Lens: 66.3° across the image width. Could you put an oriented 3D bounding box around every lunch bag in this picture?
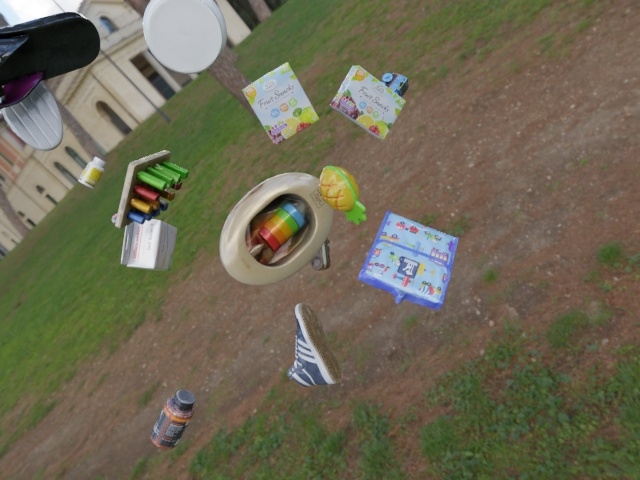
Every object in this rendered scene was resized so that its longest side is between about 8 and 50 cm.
[{"bbox_3d":[0.233,0.076,1.332,0.293,0.220,0.138,-58,-12,-53],"label":"lunch bag"}]

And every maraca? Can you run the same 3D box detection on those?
[{"bbox_3d":[0.064,-0.126,1.361,0.099,0.186,0.127,-35,0,-21],"label":"maraca"}]

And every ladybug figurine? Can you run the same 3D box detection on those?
[{"bbox_3d":[-0.145,-0.044,1.626,0.449,0.305,0.161,-40,16,-19],"label":"ladybug figurine"}]

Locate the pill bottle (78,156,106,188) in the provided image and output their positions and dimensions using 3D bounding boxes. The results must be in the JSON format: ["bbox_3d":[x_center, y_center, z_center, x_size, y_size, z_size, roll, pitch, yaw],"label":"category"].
[{"bbox_3d":[-0.900,-0.270,1.941,0.117,0.065,0.065,-61,21,-4],"label":"pill bottle"}]

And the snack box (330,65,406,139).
[{"bbox_3d":[0.106,-0.303,1.082,0.100,0.141,0.037,-60,26,6],"label":"snack box"}]

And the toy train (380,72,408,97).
[{"bbox_3d":[0.273,-0.596,1.986,0.105,0.080,0.184,34,83,26],"label":"toy train"}]

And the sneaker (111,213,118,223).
[{"bbox_3d":[-0.727,-0.078,1.830,0.119,0.047,0.057,-41,-33,-57],"label":"sneaker"}]

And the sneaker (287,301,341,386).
[{"bbox_3d":[-0.055,0.347,1.586,0.153,0.283,0.099,-22,5,30],"label":"sneaker"}]

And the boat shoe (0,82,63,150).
[{"bbox_3d":[-0.759,-0.368,1.225,0.121,0.335,0.119,-34,7,-29],"label":"boat shoe"}]

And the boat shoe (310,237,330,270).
[{"bbox_3d":[-0.006,0.002,2.082,0.095,0.095,0.258,-11,79,37],"label":"boat shoe"}]

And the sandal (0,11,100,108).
[{"bbox_3d":[-0.692,-0.384,1.089,0.445,0.107,0.168,-38,-24,-26],"label":"sandal"}]

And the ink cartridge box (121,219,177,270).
[{"bbox_3d":[-0.722,0.020,2.089,0.353,0.119,0.208,116,160,-85],"label":"ink cartridge box"}]

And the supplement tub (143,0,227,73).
[{"bbox_3d":[-0.390,-0.618,1.426,0.228,0.228,0.316,-39,31,9],"label":"supplement tub"}]

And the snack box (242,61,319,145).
[{"bbox_3d":[-0.129,-0.447,1.610,0.174,0.207,0.070,-30,18,6],"label":"snack box"}]

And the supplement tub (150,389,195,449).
[{"bbox_3d":[-0.508,0.620,1.707,0.198,0.105,0.106,-61,15,14],"label":"supplement tub"}]

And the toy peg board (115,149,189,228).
[{"bbox_3d":[-0.384,-0.109,1.144,0.161,0.079,0.161,-58,-8,-66],"label":"toy peg board"}]
